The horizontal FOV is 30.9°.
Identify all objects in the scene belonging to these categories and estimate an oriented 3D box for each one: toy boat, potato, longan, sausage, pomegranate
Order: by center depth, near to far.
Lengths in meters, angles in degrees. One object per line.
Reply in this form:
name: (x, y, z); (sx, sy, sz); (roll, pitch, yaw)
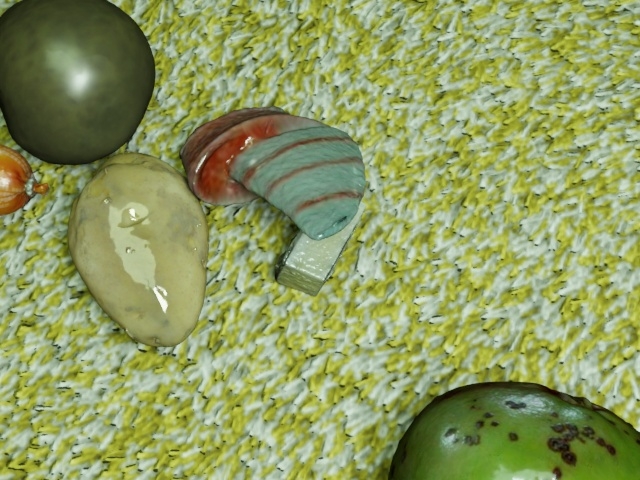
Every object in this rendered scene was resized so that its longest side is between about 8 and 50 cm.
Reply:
pomegranate: (0.185, 0.292, 1.103); (0.291, 0.291, 0.323); (26, 71, 11)
toy boat: (-0.026, -0.070, 1.274); (0.206, 0.096, 0.282); (-16, 27, -23)
potato: (-0.207, 0.004, 1.303); (0.161, 0.128, 0.234); (1, 67, 0)
potato: (0.001, -0.002, 1.330); (0.061, 0.086, 0.122); (31, 70, -2)
longan: (-0.292, -0.195, 1.357); (0.198, 0.198, 0.212); (-8, 64, -2)
sausage: (-0.470, -0.089, 1.367); (0.312, 0.093, 0.093); (12, 69, 5)
